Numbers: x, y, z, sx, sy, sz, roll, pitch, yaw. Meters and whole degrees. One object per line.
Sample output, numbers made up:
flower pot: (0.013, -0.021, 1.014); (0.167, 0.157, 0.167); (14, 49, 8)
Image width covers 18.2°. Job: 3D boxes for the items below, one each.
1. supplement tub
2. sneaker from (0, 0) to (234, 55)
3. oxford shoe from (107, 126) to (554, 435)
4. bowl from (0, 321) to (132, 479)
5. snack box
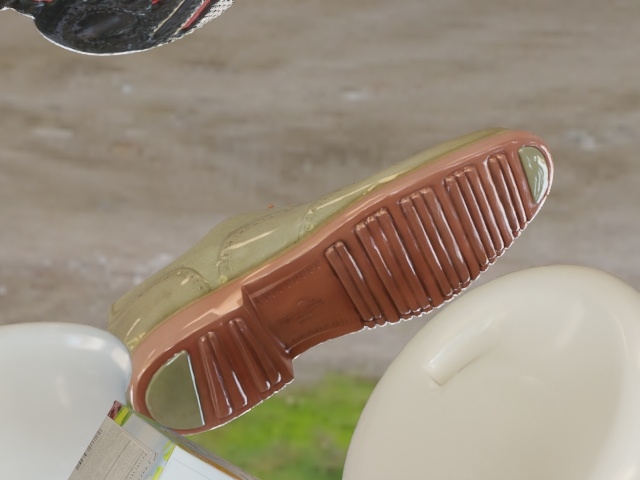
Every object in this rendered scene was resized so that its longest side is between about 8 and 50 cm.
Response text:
supplement tub: (0.198, 0.191, 1.233); (0.241, 0.241, 0.331); (-8, 144, 45)
sneaker: (-0.183, -0.209, 1.246); (0.313, 0.136, 0.116); (6, 153, -35)
oxford shoe: (0.000, 0.000, 1.631); (0.397, 0.146, 0.140); (-27, 131, -8)
bowl: (-0.243, 0.183, 1.326); (0.297, 0.134, 0.298); (-22, 158, -9)
snack box: (-0.035, 0.160, 1.022); (0.174, 0.070, 0.207); (32, 173, -12)
